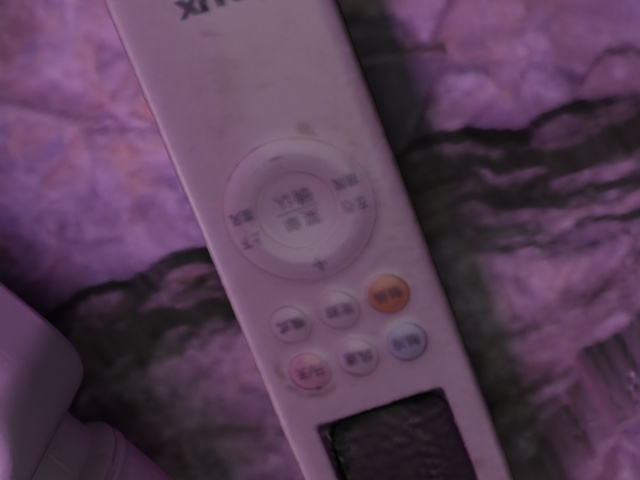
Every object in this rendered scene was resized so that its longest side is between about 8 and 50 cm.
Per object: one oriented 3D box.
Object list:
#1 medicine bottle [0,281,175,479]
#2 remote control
[{"bbox_3d":[-0.195,0.051,0.726,0.296,0.111,0.161,42,133,-16],"label":"medicine bottle"},{"bbox_3d":[-0.001,0.000,0.758,0.090,0.038,0.309,-18,107,7],"label":"remote control"}]
